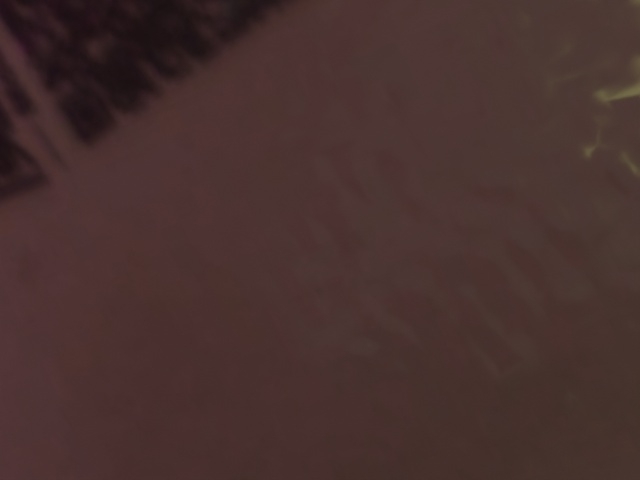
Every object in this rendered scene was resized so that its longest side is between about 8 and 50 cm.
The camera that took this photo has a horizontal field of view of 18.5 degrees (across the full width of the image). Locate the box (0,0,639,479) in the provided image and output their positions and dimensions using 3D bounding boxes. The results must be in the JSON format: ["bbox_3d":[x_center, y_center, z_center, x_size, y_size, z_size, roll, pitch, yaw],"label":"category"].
[{"bbox_3d":[-0.039,-0.082,0.487,0.373,0.090,0.367,-32,92,34],"label":"box"}]
